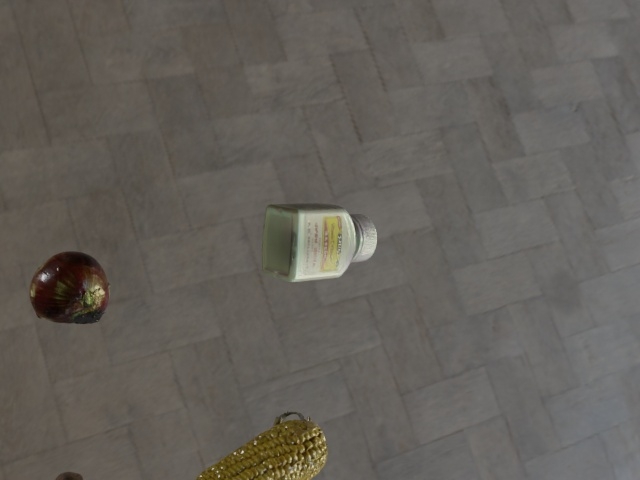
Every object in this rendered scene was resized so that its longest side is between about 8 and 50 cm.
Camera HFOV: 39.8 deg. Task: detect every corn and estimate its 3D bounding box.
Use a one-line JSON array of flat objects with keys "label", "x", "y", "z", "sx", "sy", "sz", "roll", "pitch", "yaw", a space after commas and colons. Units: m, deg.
[{"label": "corn", "x": -0.107, "y": 0.342, "z": 1.258, "sx": 0.293, "sy": 0.106, "sz": 0.106, "roll": -25, "pitch": 83, "yaw": -38}]

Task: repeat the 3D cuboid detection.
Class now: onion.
[{"label": "onion", "x": -0.372, "y": 0.069, "z": 1.315, "sx": 0.117, "sy": 0.118, "sz": 0.119, "roll": -10, "pitch": 73, "yaw": -58}]

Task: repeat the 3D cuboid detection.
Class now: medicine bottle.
[{"label": "medicine bottle", "x": 0.000, "y": 0.000, "z": 0.911, "sx": 0.117, "sy": 0.055, "sz": 0.074, "roll": -3, "pitch": 99, "yaw": -44}]

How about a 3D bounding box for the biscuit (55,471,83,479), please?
[{"label": "biscuit", "x": -0.300, "y": 0.417, "z": 0.974, "sx": 0.040, "sy": 0.318, "sz": 0.318, "roll": 13, "pitch": 67, "yaw": -19}]
